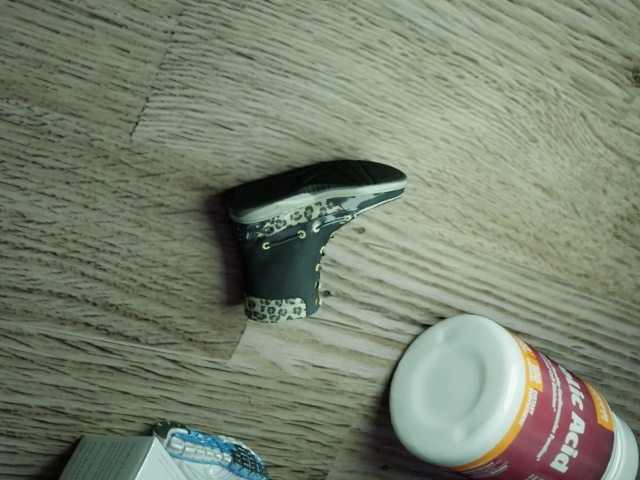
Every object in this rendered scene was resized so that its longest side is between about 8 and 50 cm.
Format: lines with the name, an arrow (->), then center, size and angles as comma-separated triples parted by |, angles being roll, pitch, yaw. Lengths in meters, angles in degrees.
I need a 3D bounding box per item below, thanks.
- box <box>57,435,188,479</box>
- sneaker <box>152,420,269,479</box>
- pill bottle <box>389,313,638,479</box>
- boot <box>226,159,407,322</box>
box -> -0.243, 0.364, 1.215 | 0.181, 0.119, 0.182 | 64, 34, -35
sneaker -> -0.158, 0.306, 1.333 | 0.191, 0.071, 0.083 | 25, 103, -29
pill bottle -> 0.307, 0.283, 1.507 | 0.392, 0.224, 0.224 | 32, 93, -38
boot -> -0.002, -0.001, 1.271 | 0.237, 0.085, 0.178 | -13, 121, -19
